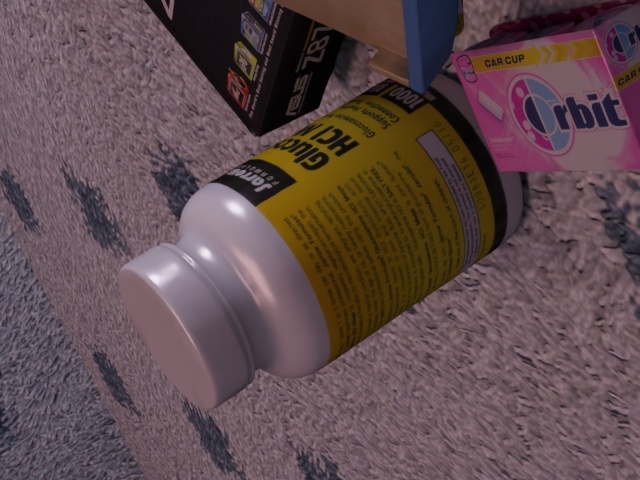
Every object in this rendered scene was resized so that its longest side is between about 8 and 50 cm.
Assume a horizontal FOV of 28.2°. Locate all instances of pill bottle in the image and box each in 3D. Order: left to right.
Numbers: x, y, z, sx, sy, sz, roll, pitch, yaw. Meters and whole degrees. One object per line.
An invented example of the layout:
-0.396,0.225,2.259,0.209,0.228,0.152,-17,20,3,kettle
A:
0.000,0.000,1.119,0.188,0.334,0.188,44,153,29,pill bottle

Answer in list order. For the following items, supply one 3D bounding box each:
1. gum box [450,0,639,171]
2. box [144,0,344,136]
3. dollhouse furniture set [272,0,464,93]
0.183,-0.112,0.957,0.188,0.062,0.107,4,123,62,gum box
-0.083,-0.328,1.155,0.318,0.097,0.395,53,153,16,box
-0.007,-0.296,0.897,0.286,0.198,0.303,27,159,21,dollhouse furniture set
